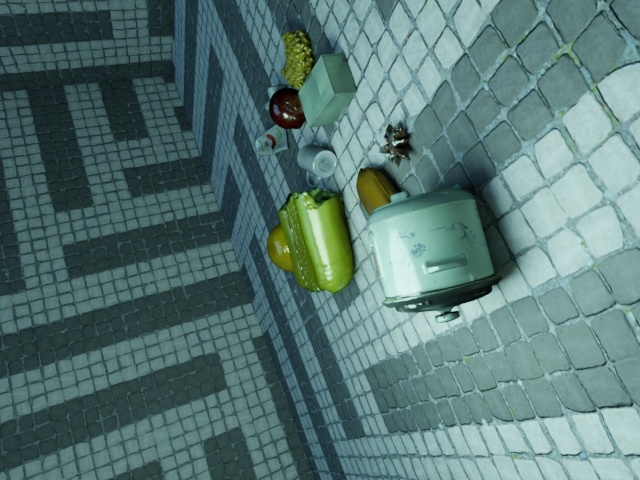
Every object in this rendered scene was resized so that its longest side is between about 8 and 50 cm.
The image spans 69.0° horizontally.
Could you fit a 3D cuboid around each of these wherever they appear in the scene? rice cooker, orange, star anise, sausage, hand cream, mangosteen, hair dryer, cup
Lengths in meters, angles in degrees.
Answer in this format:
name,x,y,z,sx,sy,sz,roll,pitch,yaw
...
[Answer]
name,x,y,z,sx,sy,sz,roll,pitch,yaw
rice cooker,0.248,0.036,1.045,0.316,0.264,0.316,166,90,-90
orange,-0.100,0.019,1.867,0.236,0.236,0.236,46,144,49
star anise,0.193,-0.250,1.247,0.129,0.056,0.124,-4,101,67
sausage,0.173,-0.113,1.325,0.112,0.112,0.328,101,148,-47
hand cream,-0.223,-0.443,2.095,0.336,0.076,0.121,-3,103,60
mangosteen,-0.129,-0.474,1.718,0.181,0.146,0.156,-12,113,53
hair dryer,-0.196,-0.562,1.940,0.236,0.073,0.131,-161,57,-66
cup,-0.008,-0.267,1.654,0.133,0.099,0.136,36,147,55

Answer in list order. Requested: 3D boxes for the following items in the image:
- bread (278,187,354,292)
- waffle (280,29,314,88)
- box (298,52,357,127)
name,x,y,z,sx,sy,sz,roll,pitch,yaw
bread,0.000,0.000,1.649,0.251,0.208,0.376,2,106,59
waffle,-0.089,-0.634,1.642,0.197,0.070,0.193,32,133,58
box,0.018,-0.470,1.476,0.225,0.086,0.129,-33,73,66
